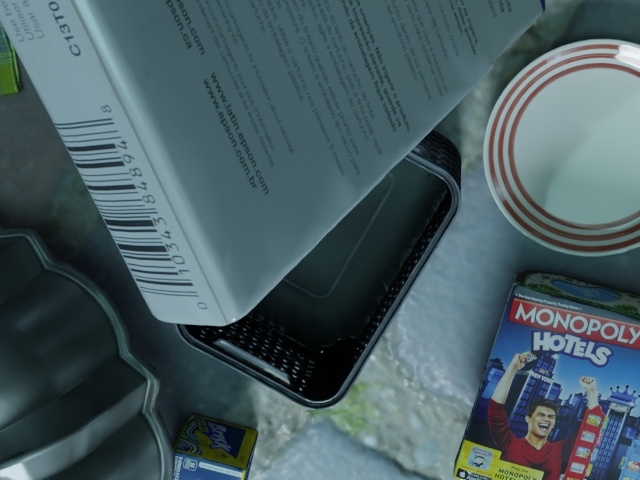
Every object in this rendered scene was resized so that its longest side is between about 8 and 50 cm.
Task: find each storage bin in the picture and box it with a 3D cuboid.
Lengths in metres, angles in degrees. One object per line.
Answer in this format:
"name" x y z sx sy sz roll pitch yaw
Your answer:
"storage bin" 0.000 0.000 0.743 0.122 0.084 0.180 29 110 -4

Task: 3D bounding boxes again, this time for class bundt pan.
"bundt pan" -0.271 0.146 0.774 0.330 0.124 0.331 5 108 15

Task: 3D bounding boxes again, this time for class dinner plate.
"dinner plate" 0.174 -0.058 0.737 0.141 0.017 0.141 2 109 7

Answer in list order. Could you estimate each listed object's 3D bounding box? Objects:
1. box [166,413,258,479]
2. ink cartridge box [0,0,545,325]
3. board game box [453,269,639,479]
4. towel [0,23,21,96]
"box" -0.090 0.215 0.839 0.054 0.059 0.169 14 110 2
"ink cartridge box" -0.029 -0.183 0.572 0.071 0.330 0.324 -2 121 40
"board game box" 0.205 0.086 0.760 0.194 0.060 0.194 15 109 2
"towel" -0.242 -0.120 0.770 0.083 0.009 0.060 -5 107 9
